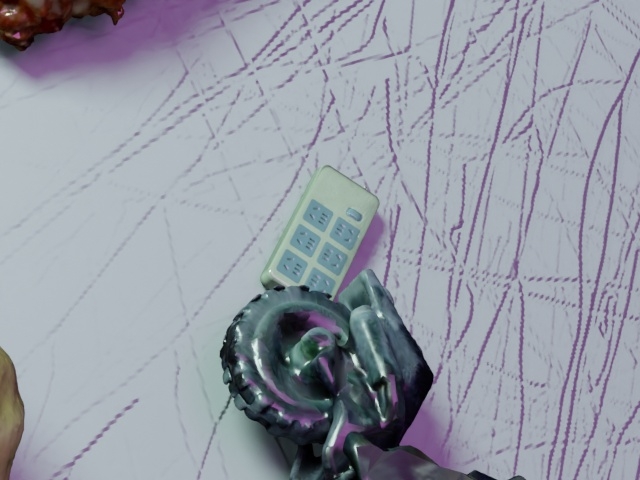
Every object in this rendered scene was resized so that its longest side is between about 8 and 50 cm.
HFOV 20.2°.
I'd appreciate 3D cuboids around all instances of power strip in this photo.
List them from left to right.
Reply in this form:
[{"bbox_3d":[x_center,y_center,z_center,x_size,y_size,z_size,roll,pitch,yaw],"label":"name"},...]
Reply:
[{"bbox_3d":[0.000,0.000,0.966,0.040,0.016,0.090,34,57,-12],"label":"power strip"}]

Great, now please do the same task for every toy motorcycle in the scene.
[{"bbox_3d":[0.062,0.133,0.891,0.159,0.106,0.270,-15,70,-35],"label":"toy motorcycle"}]

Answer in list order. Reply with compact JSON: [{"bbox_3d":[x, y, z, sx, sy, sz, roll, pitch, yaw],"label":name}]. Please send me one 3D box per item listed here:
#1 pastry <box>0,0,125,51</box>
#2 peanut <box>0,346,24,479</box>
[{"bbox_3d":[-0.113,-0.188,0.943,0.115,0.097,0.208,45,56,8],"label":"pastry"},{"bbox_3d":[-0.269,0.028,0.737,0.313,0.149,0.149,21,60,-14],"label":"peanut"}]
